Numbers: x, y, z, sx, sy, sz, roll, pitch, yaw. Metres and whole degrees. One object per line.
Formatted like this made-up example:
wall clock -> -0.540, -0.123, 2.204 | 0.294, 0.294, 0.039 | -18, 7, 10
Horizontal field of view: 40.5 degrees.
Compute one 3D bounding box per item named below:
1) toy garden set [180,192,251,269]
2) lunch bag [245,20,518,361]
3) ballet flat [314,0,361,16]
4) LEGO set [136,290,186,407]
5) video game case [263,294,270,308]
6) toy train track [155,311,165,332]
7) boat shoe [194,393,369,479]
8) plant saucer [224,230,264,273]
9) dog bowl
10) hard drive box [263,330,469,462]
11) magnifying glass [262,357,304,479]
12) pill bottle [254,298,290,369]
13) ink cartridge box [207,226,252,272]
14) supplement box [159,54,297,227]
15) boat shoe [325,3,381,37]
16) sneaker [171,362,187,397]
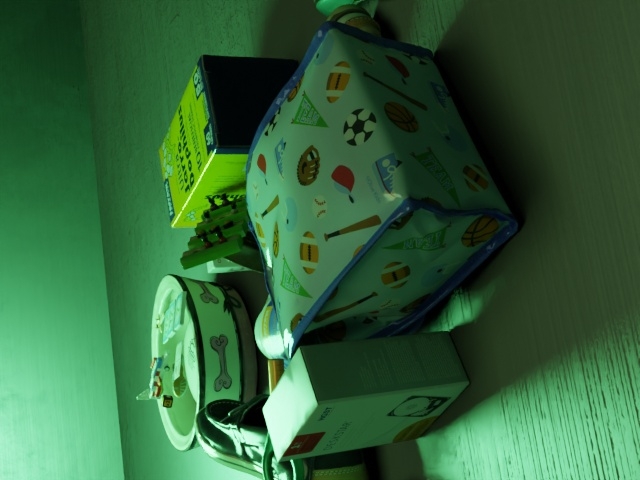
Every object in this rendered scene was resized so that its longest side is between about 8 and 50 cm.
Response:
toy garden set -> -0.143, -0.048, 1.577 | 0.244, 0.203, 0.049 | -84, -27, -67
lunch bag -> 0.041, -0.039, 1.203 | 0.385, 0.238, 0.328 | -50, 45, 37
ballet flat -> 0.057, -0.406, 1.350 | 0.213, 0.072, 0.068 | -1, 62, 62
LEGO set -> -0.343, 0.248, 1.887 | 0.182, 0.060, 0.244 | 140, 136, -60
video game case -> -0.081, 0.150, 1.758 | 0.166, 0.015, 0.119 | 112, 145, -42
toy train track -> -0.382, 0.190, 2.060 | 0.083, 0.014, 0.048 | 127, 134, -53
boat shoe -> -0.080, 0.350, 1.591 | 0.500, 0.186, 0.156 | 6, 97, 58
plant saucer -> -0.141, 0.013, 1.678 | 0.198, 0.198, 0.036 | 38, 107, 58
dog bowl -> -0.273, 0.277, 2.028 | 0.408, 0.150, 0.408 | 178, 90, -66
hard drive box -> 0.059, 0.216, 1.210 | 0.181, 0.232, 0.089 | 117, 142, -48
magnifying glass -> -0.066, 0.308, 1.408 | 0.092, 0.026, 0.231 | -7, 85, 50
pill bottle -> -0.014, 0.145, 1.452 | 0.272, 0.152, 0.152 | -20, 74, 63
ink cartridge box -> -0.179, 0.018, 1.826 | 0.052, 0.122, 0.089 | 146, 118, -61
supplement box -> -0.178, -0.184, 1.719 | 0.356, 0.195, 0.194 | 133, 130, -57
boat shoe -> 0.021, -0.216, 1.387 | 0.103, 0.113, 0.302 | -116, 34, -50
sneaker -> -0.309, 0.310, 1.901 | 0.037, 0.031, 0.083 | 108, 158, -48
